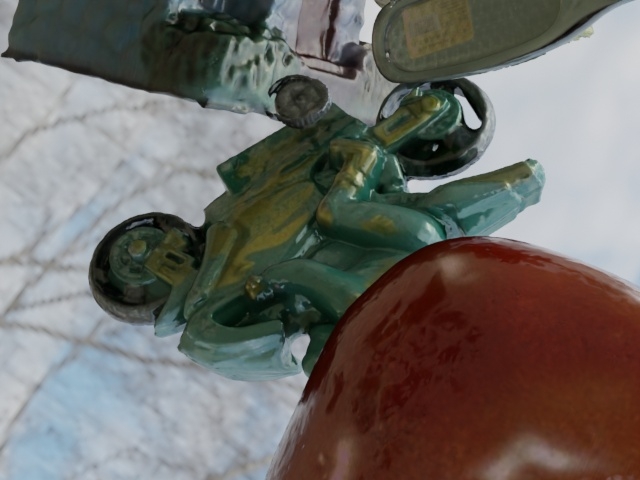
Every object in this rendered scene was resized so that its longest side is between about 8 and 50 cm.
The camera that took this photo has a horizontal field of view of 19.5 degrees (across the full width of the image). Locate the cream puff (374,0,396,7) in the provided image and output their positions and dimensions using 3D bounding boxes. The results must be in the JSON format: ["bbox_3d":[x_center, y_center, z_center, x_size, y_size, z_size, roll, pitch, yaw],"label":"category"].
[{"bbox_3d":[0.092,-0.247,1.337,0.194,0.195,0.221,-54,-147,-6],"label":"cream puff"}]

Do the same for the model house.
[{"bbox_3d":[-0.065,-0.295,1.786,0.297,0.360,0.339,14,-84,36],"label":"model house"}]

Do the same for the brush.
[{"bbox_3d":[0.167,-0.149,1.157,0.297,0.060,0.068,-11,-101,36],"label":"brush"}]

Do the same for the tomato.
[{"bbox_3d":[0.133,0.157,1.023,0.290,0.325,0.293,-97,-153,-80],"label":"tomato"}]

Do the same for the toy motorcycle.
[{"bbox_3d":[0.002,-0.001,1.219,0.296,0.109,0.198,-31,-123,-5],"label":"toy motorcycle"}]
